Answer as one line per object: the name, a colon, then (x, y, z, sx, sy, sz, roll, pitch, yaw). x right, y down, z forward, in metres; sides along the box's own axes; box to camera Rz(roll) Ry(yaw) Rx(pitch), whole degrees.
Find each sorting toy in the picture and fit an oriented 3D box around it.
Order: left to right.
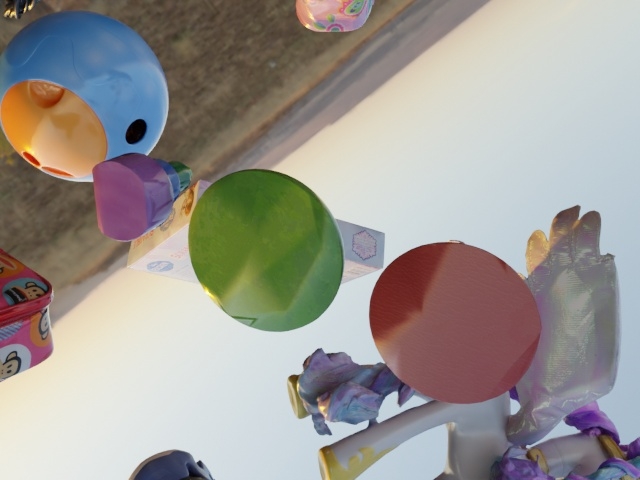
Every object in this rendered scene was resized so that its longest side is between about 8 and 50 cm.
sorting toy: (0.000, 0.000, 0.628, 0.126, 0.365, 0.127, -40, 146, -61)

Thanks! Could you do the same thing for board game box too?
board game box: (-0.113, 0.017, 1.287, 0.318, 0.317, 0.066, -26, -126, 56)

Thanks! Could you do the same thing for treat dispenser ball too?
treat dispenser ball: (-0.406, -0.245, 1.350, 0.288, 0.288, 0.288, -38, -172, 6)

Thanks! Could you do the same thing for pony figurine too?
pony figurine: (0.161, 0.168, 0.805, 0.363, 0.351, 0.303, -11, 176, -14)

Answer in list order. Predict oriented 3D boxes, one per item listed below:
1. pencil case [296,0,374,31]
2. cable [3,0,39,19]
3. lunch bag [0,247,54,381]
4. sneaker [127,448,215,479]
pencil case: (0.036, -0.407, 1.060, 0.124, 0.124, 0.284, -42, 165, -24)
cable: (-0.375, -0.382, 1.090, 0.184, 0.047, 0.151, -27, -139, 19)
lunch bag: (-0.475, 0.081, 0.880, 0.293, 0.120, 0.258, 22, -153, 31)
sneaker: (-0.084, 0.383, 0.879, 0.127, 0.315, 0.182, -45, -150, -8)
